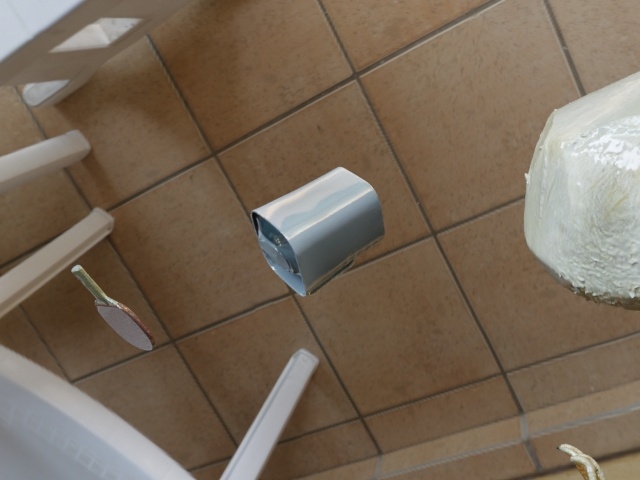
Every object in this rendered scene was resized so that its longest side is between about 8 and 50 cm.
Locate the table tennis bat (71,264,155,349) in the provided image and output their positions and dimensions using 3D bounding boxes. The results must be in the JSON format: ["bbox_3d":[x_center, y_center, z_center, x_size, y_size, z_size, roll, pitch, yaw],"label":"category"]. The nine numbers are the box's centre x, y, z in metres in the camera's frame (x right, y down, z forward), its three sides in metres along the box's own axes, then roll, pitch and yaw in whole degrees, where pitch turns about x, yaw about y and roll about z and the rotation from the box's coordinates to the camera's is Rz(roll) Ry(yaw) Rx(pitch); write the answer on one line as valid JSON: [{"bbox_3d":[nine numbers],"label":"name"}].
[{"bbox_3d":[-0.279,0.093,0.816,0.087,0.013,0.156,-2,131,43],"label":"table tennis bat"}]

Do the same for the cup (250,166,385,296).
[{"bbox_3d":[0.000,0.000,0.704,0.095,0.129,0.128,38,152,44],"label":"cup"}]

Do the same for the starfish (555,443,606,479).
[{"bbox_3d":[0.278,0.293,0.568,0.050,0.138,0.247,-15,95,11],"label":"starfish"}]

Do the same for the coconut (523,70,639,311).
[{"bbox_3d":[0.343,-0.063,0.647,0.245,0.245,0.247,2,115,14],"label":"coconut"}]
